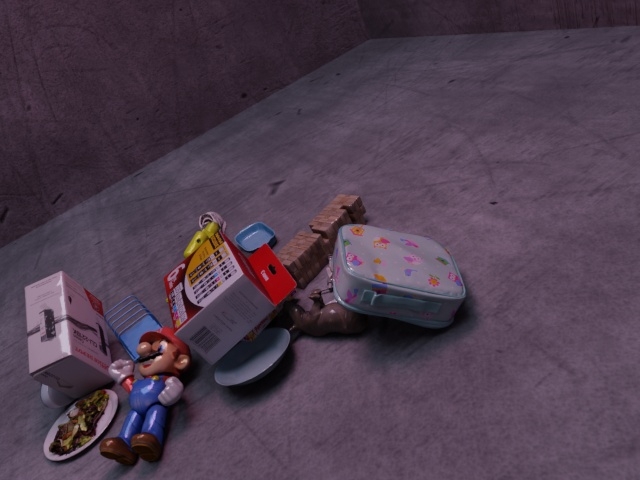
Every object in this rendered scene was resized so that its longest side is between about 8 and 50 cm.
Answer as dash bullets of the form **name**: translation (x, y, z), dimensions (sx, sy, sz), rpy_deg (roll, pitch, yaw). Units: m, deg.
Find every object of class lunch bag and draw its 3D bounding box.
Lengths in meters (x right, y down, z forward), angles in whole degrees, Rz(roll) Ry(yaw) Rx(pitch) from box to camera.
- **lunch bag**: translation (0.153, 0.075, 1.059), dimensions (0.279, 0.107, 0.224), rpy_deg (11, 34, -9)

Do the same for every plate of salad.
- **plate of salad**: translation (-0.594, 0.443, 1.230), dimensions (0.200, 0.048, 0.199), rpy_deg (-18, 30, 11)

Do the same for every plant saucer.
- **plant saucer**: translation (-0.149, 0.274, 1.146), dimensions (0.195, 0.037, 0.195), rpy_deg (-24, 19, 9)

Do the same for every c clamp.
- **c clamp**: translation (0.045, 0.075, 1.340), dimensions (0.137, 0.022, 0.160), rpy_deg (-11, 35, 17)

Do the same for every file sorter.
- **file sorter**: translation (-0.533, 0.247, 1.438), dimensions (0.118, 0.104, 0.170), rpy_deg (-40, 33, -22)

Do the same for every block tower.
- **block tower**: translation (0.000, 0.000, 1.433), dimensions (0.097, 0.091, 0.335), rpy_deg (10, 46, 47)

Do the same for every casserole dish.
- **casserole dish**: translation (-0.213, -0.003, 1.655), dimensions (0.114, 0.037, 0.188), rpy_deg (-34, 31, -15)

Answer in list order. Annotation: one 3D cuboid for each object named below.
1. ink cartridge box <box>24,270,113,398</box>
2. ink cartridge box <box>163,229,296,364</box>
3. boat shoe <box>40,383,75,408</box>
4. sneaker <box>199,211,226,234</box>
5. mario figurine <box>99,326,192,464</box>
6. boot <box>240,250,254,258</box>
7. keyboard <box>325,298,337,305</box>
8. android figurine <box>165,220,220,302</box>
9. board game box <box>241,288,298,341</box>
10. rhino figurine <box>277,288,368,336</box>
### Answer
- **ink cartridge box**: translation (-0.665, 0.250, 1.326), dimensions (0.114, 0.197, 0.272), rpy_deg (-25, 55, -3)
- **ink cartridge box**: translation (-0.235, 0.104, 1.245), dimensions (0.272, 0.130, 0.309), rpy_deg (-42, 29, -3)
- **boat shoe**: translation (-0.731, 0.367, 1.398), dimensions (0.102, 0.108, 0.301), rpy_deg (-27, 28, 1)
- **sneaker**: translation (-0.406, -0.068, 1.849), dimensions (0.090, 0.094, 0.235), rpy_deg (-30, 28, -4)
- **mario figurine**: translation (-0.404, 0.324, 1.142), dimensions (0.198, 0.170, 0.320), rpy_deg (10, 41, -7)
- **boot**: translation (-0.259, 0.081, 1.471), dimensions (0.209, 0.076, 0.189), rpy_deg (14, 30, 19)
- **keyboard**: translation (0.127, 0.121, 1.225), dimensions (0.256, 0.014, 0.072), rpy_deg (-29, 35, -5)
- **android figurine**: translation (-0.396, 0.071, 1.544), dimensions (0.272, 0.056, 0.248), rpy_deg (-64, 7, -30)
- **board game box**: translation (-0.170, 0.179, 1.294), dimensions (0.147, 0.045, 0.193), rpy_deg (-8, 29, 44)
- **rhino figurine**: translation (0.001, 0.170, 1.156), dimensions (0.243, 0.106, 0.073), rpy_deg (-10, 7, 27)
